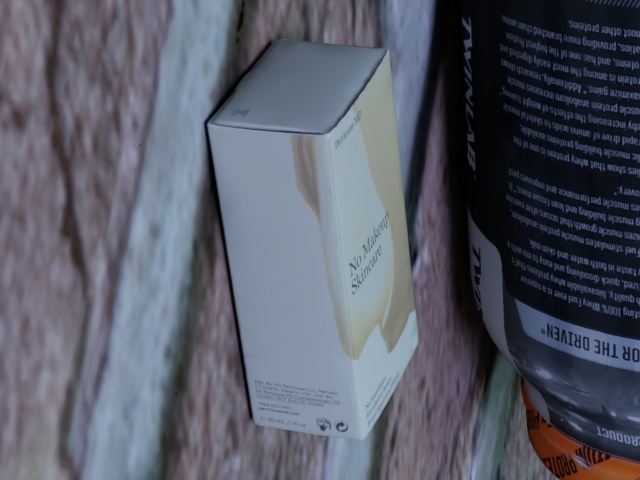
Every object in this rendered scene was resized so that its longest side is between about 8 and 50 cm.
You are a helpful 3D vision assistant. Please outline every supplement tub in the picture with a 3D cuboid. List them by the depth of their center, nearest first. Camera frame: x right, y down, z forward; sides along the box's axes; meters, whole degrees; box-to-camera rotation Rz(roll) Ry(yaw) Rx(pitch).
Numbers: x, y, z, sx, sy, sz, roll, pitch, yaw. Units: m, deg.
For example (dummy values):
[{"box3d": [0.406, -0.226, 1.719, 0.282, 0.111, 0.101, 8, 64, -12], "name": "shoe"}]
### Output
[{"box3d": [0.160, -0.067, 0.804, 0.207, 0.207, 0.338, -51, 142, -56], "name": "supplement tub"}]

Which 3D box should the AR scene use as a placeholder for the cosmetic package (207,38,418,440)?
[{"box3d": [0.000, 0.000, 0.633, 0.060, 0.041, 0.115, -57, 147, -49], "name": "cosmetic package"}]
